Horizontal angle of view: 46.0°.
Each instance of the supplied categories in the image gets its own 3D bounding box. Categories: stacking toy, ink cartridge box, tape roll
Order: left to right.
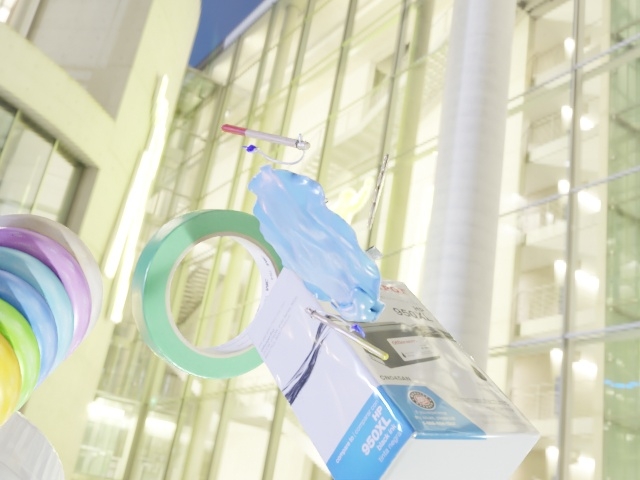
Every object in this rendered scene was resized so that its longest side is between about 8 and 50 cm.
[{"bbox_3d":[-0.256,0.083,0.532,0.141,0.141,0.330,13,14,-7],"label":"stacking toy"},{"bbox_3d":[-0.195,0.100,1.441,0.321,0.321,0.077,24,-10,-30],"label":"tape roll"},{"bbox_3d":[0.101,0.223,1.197,0.285,0.395,0.166,12,-64,-38],"label":"ink cartridge box"}]

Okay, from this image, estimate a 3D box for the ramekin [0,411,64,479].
[{"bbox_3d":[-0.435,0.304,0.895,0.273,0.127,0.273,1,-63,2],"label":"ramekin"}]

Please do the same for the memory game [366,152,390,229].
[{"bbox_3d":[0.136,-0.116,1.781,0.012,0.186,0.186,14,-22,5],"label":"memory game"}]

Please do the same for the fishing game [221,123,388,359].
[{"bbox_3d":[0.000,0.000,0.736,0.189,0.041,0.264,21,-38,51],"label":"fishing game"}]
